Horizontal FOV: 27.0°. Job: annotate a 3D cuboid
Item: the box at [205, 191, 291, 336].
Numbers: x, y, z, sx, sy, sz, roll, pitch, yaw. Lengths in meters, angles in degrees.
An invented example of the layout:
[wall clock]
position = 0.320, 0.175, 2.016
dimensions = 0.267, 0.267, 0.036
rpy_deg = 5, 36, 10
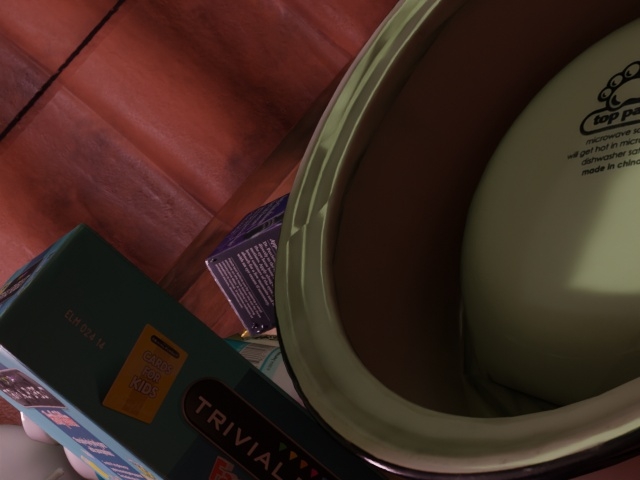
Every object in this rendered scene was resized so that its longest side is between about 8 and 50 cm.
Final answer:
[box]
position = 0.000, 0.000, 1.500
dimensions = 0.207, 0.108, 0.153
rpy_deg = -26, 12, 23

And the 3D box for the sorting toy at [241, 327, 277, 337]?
[sorting toy]
position = -0.042, 0.115, 1.598
dimensions = 0.132, 0.046, 0.274
rpy_deg = -48, 11, 5

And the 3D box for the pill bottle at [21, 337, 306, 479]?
[pill bottle]
position = -0.125, 0.153, 1.174
dimensions = 0.146, 0.264, 0.146
rpy_deg = 7, -90, -73

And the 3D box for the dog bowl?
[dog bowl]
position = 0.170, -0.032, 0.700
dimensions = 0.408, 0.150, 0.408
rpy_deg = -33, 37, 30

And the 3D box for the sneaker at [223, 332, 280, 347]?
[sneaker]
position = -0.130, 0.164, 1.388
dimensions = 0.410, 0.158, 0.182
rpy_deg = -5, 13, 32

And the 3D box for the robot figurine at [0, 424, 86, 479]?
[robot figurine]
position = -0.306, 0.315, 1.298
dimensions = 0.353, 0.300, 0.200
rpy_deg = 99, 159, -48

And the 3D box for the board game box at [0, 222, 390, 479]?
[board game box]
position = -0.057, 0.139, 0.799
dimensions = 0.079, 0.336, 0.254
rpy_deg = -52, 12, -18
